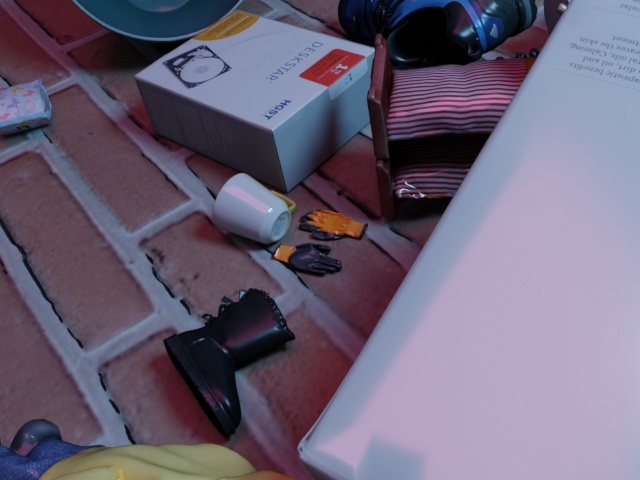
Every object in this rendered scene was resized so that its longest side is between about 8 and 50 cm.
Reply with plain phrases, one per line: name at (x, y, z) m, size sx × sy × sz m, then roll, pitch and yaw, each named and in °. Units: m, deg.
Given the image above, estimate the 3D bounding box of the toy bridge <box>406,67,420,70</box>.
toy bridge at (0.128, -0.183, 0.891) m, size 0.063 × 0.026 × 0.188 m, roll 6°, pitch 46°, yaw 20°

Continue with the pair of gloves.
pair of gloves at (0.000, 0.000, 0.737) m, size 0.074 × 0.010 × 0.083 m, roll 15°, pitch 50°, yaw 25°

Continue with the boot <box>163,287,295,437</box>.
boot at (-0.068, 0.097, 0.628) m, size 0.099 × 0.045 × 0.121 m, roll -26°, pitch 44°, yaw -20°

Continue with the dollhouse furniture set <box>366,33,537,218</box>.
dollhouse furniture set at (0.143, -0.025, 0.628) m, size 0.201 × 0.152 × 0.374 m, roll -3°, pitch 44°, yaw 9°

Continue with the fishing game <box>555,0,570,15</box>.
fishing game at (0.269, -0.182, 0.647) m, size 0.189 × 0.041 × 0.264 m, roll 31°, pitch 34°, yaw -5°

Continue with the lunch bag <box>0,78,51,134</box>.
lunch bag at (-0.394, -0.171, 0.972) m, size 0.071 × 0.053 × 0.083 m, roll -17°, pitch 34°, yaw -9°

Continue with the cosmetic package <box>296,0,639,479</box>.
cosmetic package at (0.169, 0.032, 0.441) m, size 0.197 × 0.155 × 0.365 m, roll 27°, pitch 69°, yaw 22°

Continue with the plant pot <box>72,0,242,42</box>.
plant pot at (-0.239, -0.420, 1.072) m, size 0.290 × 0.290 × 0.195 m, roll -21°, pitch 9°, yaw -10°

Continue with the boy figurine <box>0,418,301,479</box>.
boy figurine at (-0.105, 0.171, 0.462) m, size 0.285 × 0.177 × 0.092 m, roll 4°, pitch 81°, yaw 28°

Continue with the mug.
mug at (-0.060, -0.033, 0.751) m, size 0.064 × 0.062 × 0.078 m, roll 27°, pitch 61°, yaw 24°

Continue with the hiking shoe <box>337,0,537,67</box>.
hiking shoe at (0.104, -0.274, 0.897) m, size 0.132 × 0.113 × 0.304 m, roll -41°, pitch 32°, yaw -22°

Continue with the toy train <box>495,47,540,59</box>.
toy train at (0.203, -0.193, 0.867) m, size 0.158 × 0.027 × 0.036 m, roll -19°, pitch 67°, yaw -24°

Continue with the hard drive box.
hard drive box at (-0.071, -0.175, 0.880) m, size 0.232 × 0.089 × 0.181 m, roll 25°, pitch 55°, yaw 32°

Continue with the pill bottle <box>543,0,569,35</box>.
pill bottle at (0.402, -0.294, 0.861) m, size 0.264 × 0.146 × 0.146 m, roll -16°, pitch 43°, yaw -5°
